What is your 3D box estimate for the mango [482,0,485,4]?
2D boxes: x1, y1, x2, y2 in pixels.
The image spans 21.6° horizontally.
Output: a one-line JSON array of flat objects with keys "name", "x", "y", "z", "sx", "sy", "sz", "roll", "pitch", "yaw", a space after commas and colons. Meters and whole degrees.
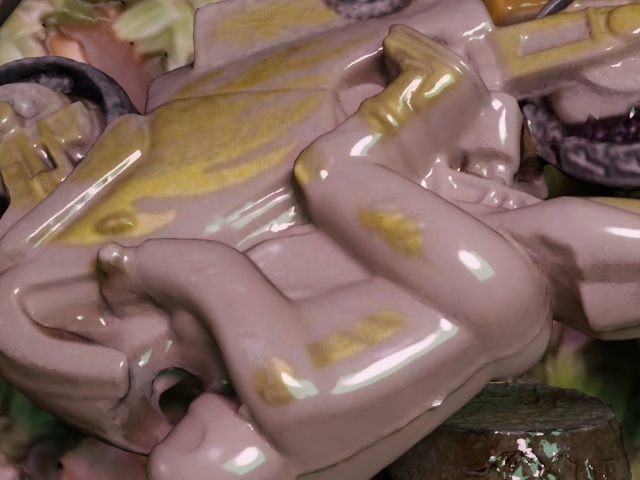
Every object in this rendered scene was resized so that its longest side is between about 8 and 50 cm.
[{"name": "mango", "x": 0.044, "y": -0.062, "z": 0.724, "sx": 0.117, "sy": 0.089, "sz": 0.163, "roll": 32, "pitch": 72, "yaw": -6}]

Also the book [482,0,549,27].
[{"name": "book", "x": 0.146, "y": -0.274, "z": 0.782, "sx": 0.269, "sy": 0.032, "sz": 0.389, "roll": -7, "pitch": 67, "yaw": -18}]

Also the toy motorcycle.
[{"name": "toy motorcycle", "x": 0.000, "y": 0.000, "z": 0.609, "sx": 0.341, "sy": 0.108, "sz": 0.223, "roll": -9, "pitch": 55, "yaw": 13}]

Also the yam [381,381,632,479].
[{"name": "yam", "x": 0.087, "y": 0.145, "z": 0.695, "sx": 0.107, "sy": 0.107, "sz": 0.183, "roll": -9, "pitch": 85, "yaw": -19}]

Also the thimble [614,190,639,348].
[{"name": "thimble", "x": 0.229, "y": -0.014, "z": 0.706, "sx": 0.250, "sy": 0.205, "sz": 0.172, "roll": -4, "pitch": 86, "yaw": -43}]

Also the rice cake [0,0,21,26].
[{"name": "rice cake", "x": -0.144, "y": -0.115, "z": 0.688, "sx": 0.056, "sy": 0.073, "sz": 0.365, "roll": 39, "pitch": 73, "yaw": -10}]
